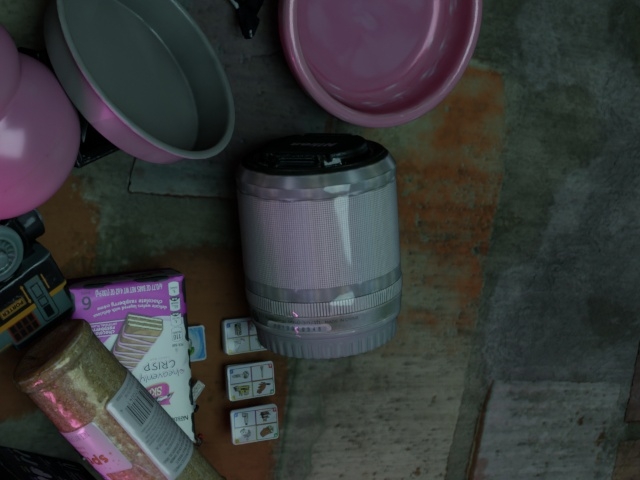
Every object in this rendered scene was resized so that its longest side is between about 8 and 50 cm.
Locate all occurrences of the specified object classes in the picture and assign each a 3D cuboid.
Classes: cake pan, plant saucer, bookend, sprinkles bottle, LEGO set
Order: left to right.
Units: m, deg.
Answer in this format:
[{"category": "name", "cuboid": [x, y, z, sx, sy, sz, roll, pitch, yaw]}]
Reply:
[{"category": "bookend", "cuboid": [-0.280, -0.197, 1.809, 0.157, 0.072, 0.156, -27, 115, -25]}, {"category": "sprinkles bottle", "cuboid": [-0.234, 0.262, 1.805, 0.121, 0.121, 0.355, -44, 112, -15]}, {"category": "cake pan", "cuboid": [-0.225, -0.216, 1.742, 0.054, 0.293, 0.293, -32, 129, 29]}, {"category": "LEGO set", "cuboid": [-0.180, 0.208, 2.007, 0.244, 0.060, 0.183, -6, 93, -32]}, {"category": "plant saucer", "cuboid": [0.076, -0.327, 1.994, 0.332, 0.084, 0.332, -8, 107, -30]}]

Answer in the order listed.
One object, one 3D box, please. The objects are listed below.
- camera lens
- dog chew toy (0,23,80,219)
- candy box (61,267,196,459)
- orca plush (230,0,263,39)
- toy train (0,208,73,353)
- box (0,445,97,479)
[{"category": "camera lens", "cuboid": [0.000, 0.000, 1.947, 0.219, 0.219, 0.274, -13, 109, -29]}, {"category": "dog chew toy", "cuboid": [-0.416, -0.171, 1.610, 0.206, 0.206, 0.332, -48, 139, -13]}, {"category": "candy box", "cuboid": [-0.256, 0.163, 1.888, 0.159, 0.071, 0.233, -7, 100, -20]}, {"category": "orca plush", "cuboid": [-0.158, -0.374, 1.822, 0.151, 0.102, 0.287, -43, 121, -16]}, {"category": "toy train", "cuboid": [-0.462, 0.092, 1.737, 0.334, 0.142, 0.190, -38, 129, -18]}, {"category": "box", "cuboid": [-0.381, 0.417, 1.847, 0.142, 0.163, 0.247, 18, 93, -32]}]
